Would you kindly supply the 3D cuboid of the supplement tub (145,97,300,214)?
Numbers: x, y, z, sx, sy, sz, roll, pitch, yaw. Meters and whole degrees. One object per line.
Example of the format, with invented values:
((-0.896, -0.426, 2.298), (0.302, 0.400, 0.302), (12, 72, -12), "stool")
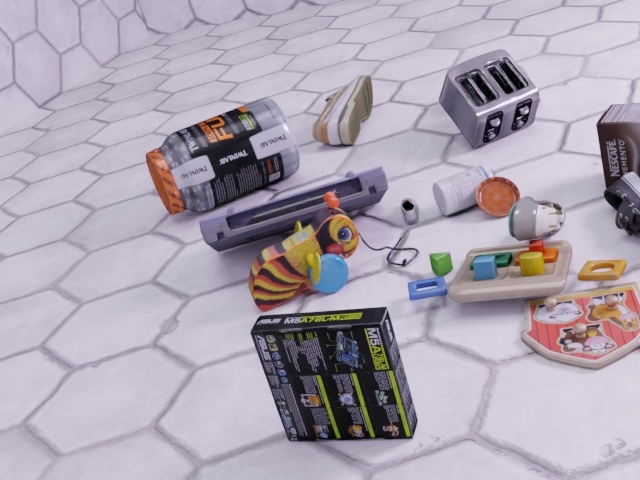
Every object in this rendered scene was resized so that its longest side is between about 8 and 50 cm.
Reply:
((-0.222, -0.185, 2.127), (0.316, 0.193, 0.193), (-24, 26, -16), "supplement tub")

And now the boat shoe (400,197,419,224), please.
((0.173, -0.067, 1.836), (0.035, 0.035, 0.100), (-12, 26, 9), "boat shoe")

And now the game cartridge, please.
((-0.051, -0.060, 1.816), (0.355, 0.068, 0.230), (-17, 0, -2), "game cartridge")

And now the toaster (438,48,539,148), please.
((0.367, -0.318, 2.060), (0.168, 0.110, 0.186), (-23, 63, -16), "toaster")

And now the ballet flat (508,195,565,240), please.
((0.367, -0.039, 1.557), (0.068, 0.072, 0.213), (2, 6, 24), "ballet flat")

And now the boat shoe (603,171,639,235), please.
((0.521, -0.044, 1.544), (0.076, 0.080, 0.228), (-29, 26, 13), "boat shoe")

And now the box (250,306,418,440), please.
((0.020, 0.181, 1.238), (0.184, 0.191, 0.045), (-8, 27, 19), "box")

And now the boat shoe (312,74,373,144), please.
((0.060, -0.337, 2.365), (0.103, 0.113, 0.302), (0, 30, 19), "boat shoe")

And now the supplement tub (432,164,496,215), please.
((0.277, -0.097, 1.795), (0.107, 0.071, 0.071), (-21, 26, -9), "supplement tub")

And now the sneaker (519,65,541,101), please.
((0.405, -0.375, 2.237), (0.252, 0.111, 0.103), (7, 34, 40), "sneaker")

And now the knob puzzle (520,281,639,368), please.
((0.382, 0.117, 1.342), (0.213, 0.030, 0.213), (-13, 25, 6), "knob puzzle")

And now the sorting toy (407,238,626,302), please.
((0.308, 0.036, 1.503), (0.347, 0.047, 0.196), (-6, 17, 20), "sorting toy")

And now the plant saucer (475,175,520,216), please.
((0.331, -0.081, 1.746), (0.083, 0.013, 0.083), (0, 64, 0), "plant saucer")

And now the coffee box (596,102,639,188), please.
((0.629, -0.167, 1.649), (0.246, 0.141, 0.098), (1, 30, 34), "coffee box")

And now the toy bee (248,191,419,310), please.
((0.000, 0.000, 1.657), (0.298, 0.162, 0.195), (-29, 26, -25), "toy bee")
